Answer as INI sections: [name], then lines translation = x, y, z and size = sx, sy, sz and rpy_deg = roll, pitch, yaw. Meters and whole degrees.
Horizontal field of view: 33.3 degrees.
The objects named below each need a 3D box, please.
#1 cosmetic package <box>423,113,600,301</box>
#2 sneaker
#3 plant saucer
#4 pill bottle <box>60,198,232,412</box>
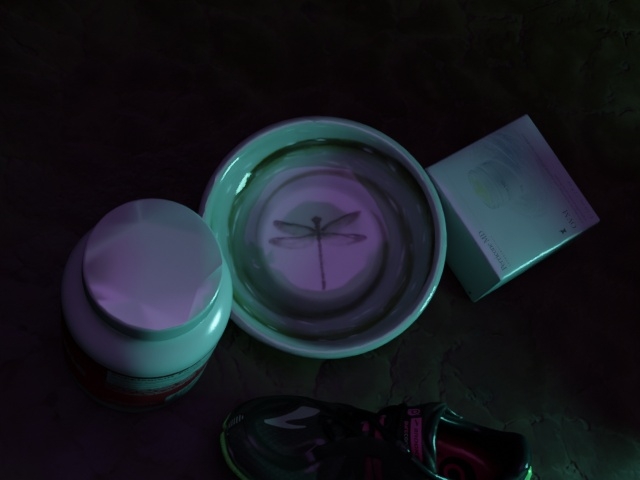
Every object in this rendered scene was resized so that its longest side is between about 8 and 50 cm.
[cosmetic package]
translation = 0.304, -0.055, 1.818
size = 0.225, 0.138, 0.224
rpy_deg = -29, 79, -19
[sneaker]
translation = 0.091, 0.298, 1.592
size = 0.483, 0.202, 0.185
rpy_deg = 9, 49, -14
[plant saucer]
translation = 0.000, 0.000, 1.735
size = 0.400, 0.100, 0.400
rpy_deg = 1, 74, -5
[pill bottle]
translation = -0.246, 0.094, 1.491
size = 0.229, 0.407, 0.229
rpy_deg = 4, 70, -12
